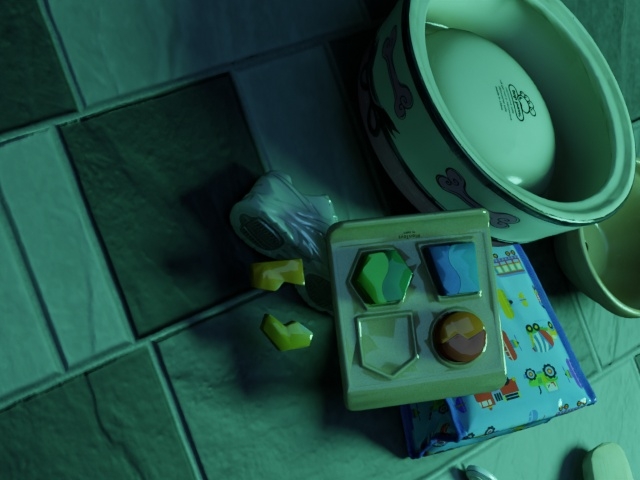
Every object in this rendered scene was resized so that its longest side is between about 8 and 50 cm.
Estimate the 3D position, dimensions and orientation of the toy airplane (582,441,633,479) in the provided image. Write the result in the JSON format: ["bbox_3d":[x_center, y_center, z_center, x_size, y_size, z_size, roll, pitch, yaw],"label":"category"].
[{"bbox_3d":[0.445,0.511,2.011,0.384,0.272,0.386,32,63,15],"label":"toy airplane"}]

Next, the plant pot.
[{"bbox_3d":[0.415,0.000,2.170,0.237,0.109,0.237,10,75,-38],"label":"plant pot"}]

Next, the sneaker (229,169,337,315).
[{"bbox_3d":[0.000,0.000,1.850,0.232,0.090,0.115,47,52,-22],"label":"sneaker"}]

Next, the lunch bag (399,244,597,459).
[{"bbox_3d":[0.195,0.110,1.955,0.221,0.138,0.293,-10,76,-29],"label":"lunch bag"}]

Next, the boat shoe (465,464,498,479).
[{"bbox_3d":[0.222,0.339,1.986,0.100,0.035,0.035,51,51,-26],"label":"boat shoe"}]

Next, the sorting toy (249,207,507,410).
[{"bbox_3d":[0.074,0.086,1.790,0.307,0.041,0.229,-6,92,-17],"label":"sorting toy"}]

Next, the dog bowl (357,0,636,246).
[{"bbox_3d":[0.223,-0.173,1.978,0.408,0.150,0.408,23,51,-30],"label":"dog bowl"}]
